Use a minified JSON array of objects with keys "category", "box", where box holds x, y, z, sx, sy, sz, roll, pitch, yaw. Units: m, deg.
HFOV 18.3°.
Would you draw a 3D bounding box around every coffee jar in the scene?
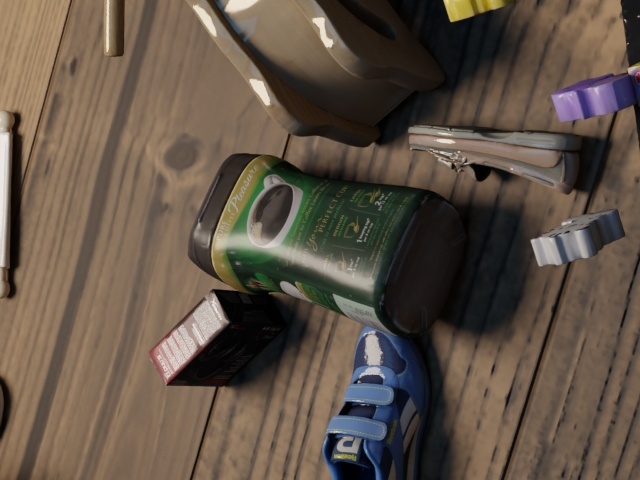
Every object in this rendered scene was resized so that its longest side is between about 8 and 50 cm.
[{"category":"coffee jar","box":[0.000,0.000,1.331,0.184,0.079,0.096,15,75,38]}]

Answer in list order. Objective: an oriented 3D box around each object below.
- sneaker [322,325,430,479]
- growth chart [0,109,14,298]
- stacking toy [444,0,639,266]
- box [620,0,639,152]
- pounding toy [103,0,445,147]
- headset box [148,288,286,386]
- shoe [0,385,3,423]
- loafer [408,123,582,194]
[{"category":"sneaker","box":[0.035,0.123,1.311,0.053,0.059,0.144,-3,83,39]},{"category":"growth chart","box":[-0.332,-0.037,1.639,0.237,0.021,0.172,9,92,38]},{"category":"stacking toy","box":[0.181,-0.086,1.071,0.221,0.052,0.167,-14,99,42]},{"category":"box","box":[0.307,-0.086,1.051,0.293,0.073,0.296,4,109,39]},{"category":"pounding toy","box":[-0.051,-0.170,1.360,0.155,0.154,0.269,-40,82,29]},{"category":"headset box","box":[-0.075,0.072,1.400,0.083,0.062,0.032,-45,61,26]},{"category":"shoe","box":[-0.328,0.169,1.580,0.178,0.081,0.063,-47,60,26]},{"category":"loafer","box":[0.109,-0.053,1.279,0.125,0.045,0.039,6,97,36]}]
